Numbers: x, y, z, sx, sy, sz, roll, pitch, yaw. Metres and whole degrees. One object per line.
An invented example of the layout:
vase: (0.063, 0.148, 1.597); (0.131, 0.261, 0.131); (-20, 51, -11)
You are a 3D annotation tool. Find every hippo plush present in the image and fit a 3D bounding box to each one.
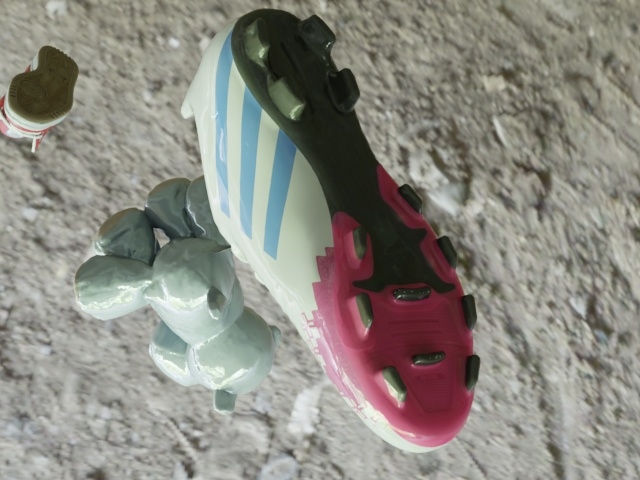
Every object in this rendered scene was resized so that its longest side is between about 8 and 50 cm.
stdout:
hippo plush: (-0.132, 0.068, 1.576); (0.294, 0.236, 0.234); (4, 49, 37)

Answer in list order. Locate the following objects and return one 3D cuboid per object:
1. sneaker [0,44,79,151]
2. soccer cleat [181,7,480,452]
sneaker: (-0.197, -0.083, 0.837); (0.042, 0.118, 0.067); (35, 111, -14)
soccer cleat: (0.000, 0.000, 0.866); (0.143, 0.116, 0.331); (-41, 65, 47)
